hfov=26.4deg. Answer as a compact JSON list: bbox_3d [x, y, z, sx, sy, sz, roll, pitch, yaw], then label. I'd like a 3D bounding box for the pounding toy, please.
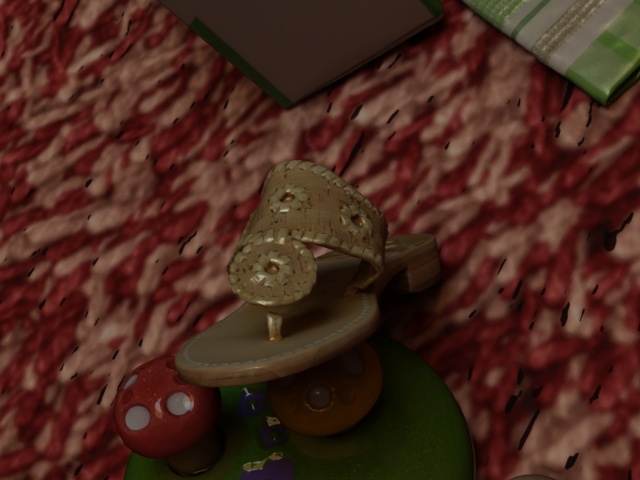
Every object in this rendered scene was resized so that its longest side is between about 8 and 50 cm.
[{"bbox_3d":[-0.010,0.104,0.636,0.183,0.110,0.237,-39,47,-14],"label":"pounding toy"}]

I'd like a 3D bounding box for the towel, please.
[{"bbox_3d":[0.148,-0.154,0.781,0.113,0.023,0.152,-45,58,0],"label":"towel"}]

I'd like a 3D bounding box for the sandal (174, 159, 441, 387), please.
[{"bbox_3d":[-0.006,0.001,0.636,0.088,0.240,0.079,-7,96,23],"label":"sandal"}]

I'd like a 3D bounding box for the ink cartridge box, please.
[{"bbox_3d":[-0.060,-0.256,0.805,0.121,0.211,0.289,-30,56,18],"label":"ink cartridge box"}]
